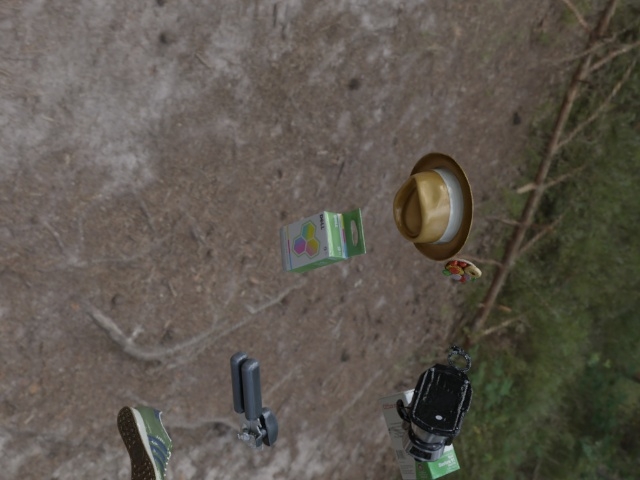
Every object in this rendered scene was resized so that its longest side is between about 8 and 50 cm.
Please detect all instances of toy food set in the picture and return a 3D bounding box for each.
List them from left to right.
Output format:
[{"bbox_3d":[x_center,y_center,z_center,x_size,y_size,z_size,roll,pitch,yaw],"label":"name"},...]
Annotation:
[{"bbox_3d":[0.325,0.070,1.684,0.082,0.083,0.020,122,-9,-61],"label":"toy food set"}]

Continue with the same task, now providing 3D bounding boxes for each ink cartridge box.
[{"bbox_3d":[0.000,0.000,1.678,0.062,0.209,0.109,9,69,-46],"label":"ink cartridge box"},{"bbox_3d":[0.236,0.466,1.776,0.086,0.153,0.208,-12,79,-24],"label":"ink cartridge box"}]

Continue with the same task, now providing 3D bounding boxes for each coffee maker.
[{"bbox_3d":[0.227,0.318,1.381,0.171,0.120,0.178,-40,158,-23],"label":"coffee maker"}]

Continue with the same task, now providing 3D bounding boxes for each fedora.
[{"bbox_3d":[0.183,-0.057,1.275,0.079,0.194,0.194,-6,115,-32],"label":"fedora"}]

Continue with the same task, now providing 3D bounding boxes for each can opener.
[{"bbox_3d":[-0.157,0.370,1.680,0.093,0.074,0.280,-36,134,-39],"label":"can opener"}]

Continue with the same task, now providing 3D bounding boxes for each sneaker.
[{"bbox_3d":[-0.282,0.372,1.252,0.064,0.192,0.086,-34,156,27],"label":"sneaker"}]
